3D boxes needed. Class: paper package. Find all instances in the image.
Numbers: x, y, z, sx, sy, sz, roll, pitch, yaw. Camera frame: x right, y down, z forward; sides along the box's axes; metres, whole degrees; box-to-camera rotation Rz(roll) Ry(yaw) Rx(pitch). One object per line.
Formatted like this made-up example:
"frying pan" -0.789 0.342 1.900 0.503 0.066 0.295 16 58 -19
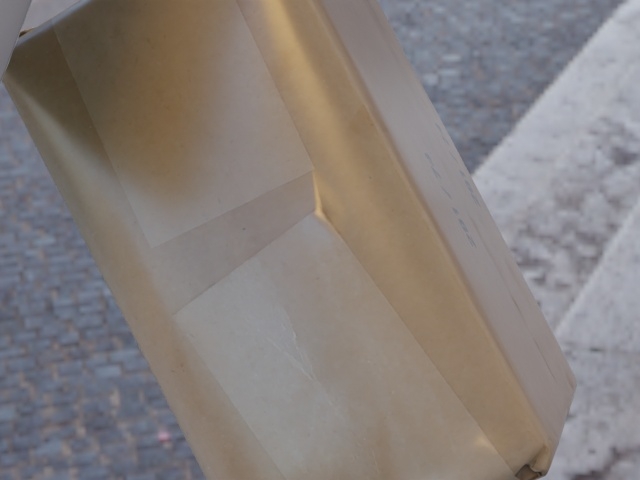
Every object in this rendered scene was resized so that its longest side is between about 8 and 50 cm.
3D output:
"paper package" 0.000 0.000 0.884 0.168 0.325 0.309 -29 -4 11

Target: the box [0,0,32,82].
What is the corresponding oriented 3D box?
"box" -0.270 -0.155 0.657 0.322 0.058 0.232 13 71 11
